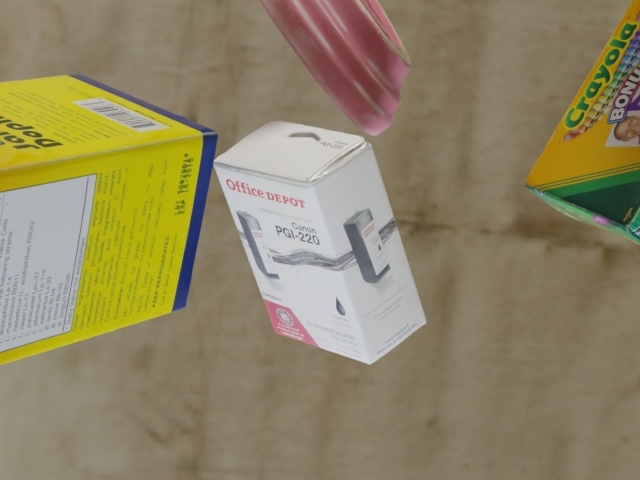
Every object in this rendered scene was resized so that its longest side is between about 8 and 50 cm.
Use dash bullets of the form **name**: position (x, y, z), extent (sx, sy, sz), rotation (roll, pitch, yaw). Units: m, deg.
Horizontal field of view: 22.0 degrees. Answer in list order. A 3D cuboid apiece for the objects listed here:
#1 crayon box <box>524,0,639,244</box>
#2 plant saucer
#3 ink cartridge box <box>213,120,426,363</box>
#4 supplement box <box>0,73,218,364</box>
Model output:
- **crayon box**: position (0.343, -0.135, 1.634), extent (0.278, 0.081, 0.165), rotation (-59, -145, -1)
- **plant saucer**: position (-0.002, -0.272, 1.802), extent (0.332, 0.084, 0.332), rotation (53, 11, -15)
- **ink cartridge box**: position (0.000, 0.000, 1.657), extent (0.159, 0.092, 0.217), rotation (14, -50, 47)
- **supplement box**: position (-0.291, -0.023, 1.526), extent (0.357, 0.195, 0.194), rotation (-15, 123, -54)
